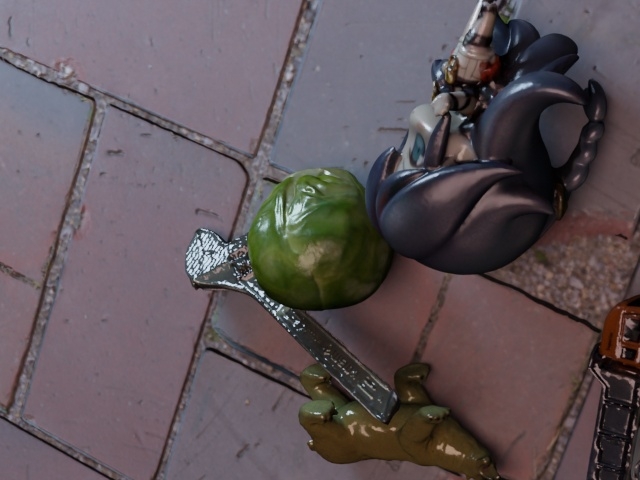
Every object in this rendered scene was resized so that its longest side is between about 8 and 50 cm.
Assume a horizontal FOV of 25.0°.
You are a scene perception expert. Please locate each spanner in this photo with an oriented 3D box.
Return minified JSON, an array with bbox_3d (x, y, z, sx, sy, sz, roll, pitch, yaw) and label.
[{"bbox_3d":[-0.032,0.077,1.448,0.093,0.026,0.325,-47,54,-2],"label":"spanner"}]

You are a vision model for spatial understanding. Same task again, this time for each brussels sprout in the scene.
[{"bbox_3d":[0.001,-0.002,1.410,0.155,0.117,0.155,-3,65,6],"label":"brussels sprout"}]

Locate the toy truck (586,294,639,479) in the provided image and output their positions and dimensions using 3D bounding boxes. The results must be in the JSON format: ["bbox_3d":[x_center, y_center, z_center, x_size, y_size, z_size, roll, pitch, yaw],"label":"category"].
[{"bbox_3d":[0.295,0.144,1.315,0.092,0.083,0.192,14,103,29],"label":"toy truck"}]

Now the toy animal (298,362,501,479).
[{"bbox_3d":[0.074,0.188,1.434,0.218,0.103,0.101,-3,114,24],"label":"toy animal"}]

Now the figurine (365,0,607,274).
[{"bbox_3d":[0.150,-0.095,1.313,0.197,0.175,0.265,42,120,11],"label":"figurine"}]
